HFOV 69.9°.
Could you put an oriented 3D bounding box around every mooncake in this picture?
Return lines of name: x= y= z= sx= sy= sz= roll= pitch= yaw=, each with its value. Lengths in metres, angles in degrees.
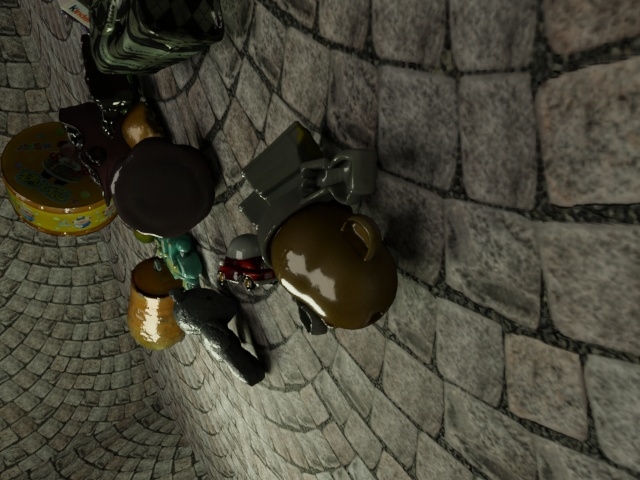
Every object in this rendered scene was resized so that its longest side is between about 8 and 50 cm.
mooncake: x=-0.370 y=-0.127 z=1.086 sx=0.133 sy=0.245 sz=0.244 roll=-125 pitch=25 yaw=-62

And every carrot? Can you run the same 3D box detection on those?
carrot: x=-0.581 y=0.238 z=1.655 sx=0.224 sy=0.224 sz=0.340 roll=48 pitch=141 yaw=29

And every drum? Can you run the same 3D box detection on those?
drum: x=-0.988 y=-0.240 z=1.782 sx=0.430 sy=0.432 sz=0.214 roll=59 pitch=145 yaw=14

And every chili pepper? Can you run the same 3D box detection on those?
chili pepper: x=-0.547 y=-0.453 z=1.316 sx=0.073 sy=0.050 sz=0.182 roll=-118 pitch=33 yaw=-52

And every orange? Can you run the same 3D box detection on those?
orange: x=-0.497 y=-0.306 z=1.289 sx=0.170 sy=0.113 sz=0.159 roll=47 pitch=146 yaw=50

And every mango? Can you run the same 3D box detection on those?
mango: x=-0.643 y=-0.060 z=1.698 sx=0.191 sy=0.086 sz=0.121 roll=-38 pitch=66 yaw=49

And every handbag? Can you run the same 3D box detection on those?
handbag: x=-0.319 y=-0.491 z=0.840 sx=0.416 sy=0.180 sz=0.316 roll=17 pitch=111 yaw=54

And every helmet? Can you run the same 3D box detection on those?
helmet: x=-0.699 y=-0.301 z=1.511 sx=0.338 sy=0.197 sz=0.271 roll=61 pitch=158 yaw=-3

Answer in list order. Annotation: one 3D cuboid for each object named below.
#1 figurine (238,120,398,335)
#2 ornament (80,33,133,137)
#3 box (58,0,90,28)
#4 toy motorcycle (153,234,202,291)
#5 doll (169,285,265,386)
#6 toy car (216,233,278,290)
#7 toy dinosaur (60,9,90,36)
figurine: x=-0.001 y=0.001 z=0.660 sx=0.284 sy=0.167 sz=0.342 roll=55 pitch=168 yaw=35
ornament: x=-0.601 y=-0.402 z=1.286 sx=0.260 sy=0.106 sz=0.250 roll=-49 pitch=53 yaw=55
box: x=-0.551 y=-0.601 z=1.083 sx=0.264 sy=0.048 sz=0.273 roll=64 pitch=-173 yaw=5
toy motorcycle: x=-0.457 y=0.044 z=1.452 sx=0.296 sy=0.109 sz=0.198 roll=49 pitch=143 yaw=25
doll: x=-0.263 y=0.251 z=1.285 sx=0.340 sy=0.158 sz=0.246 roll=38 pitch=173 yaw=17
toy car: x=-0.154 y=0.041 z=0.995 sx=0.139 sy=0.112 sz=0.111 roll=10 pitch=102 yaw=44
toy dinosaur: x=-0.552 y=-0.510 z=1.130 sx=0.045 sy=0.197 sz=0.080 roll=-43 pitch=65 yaw=11
